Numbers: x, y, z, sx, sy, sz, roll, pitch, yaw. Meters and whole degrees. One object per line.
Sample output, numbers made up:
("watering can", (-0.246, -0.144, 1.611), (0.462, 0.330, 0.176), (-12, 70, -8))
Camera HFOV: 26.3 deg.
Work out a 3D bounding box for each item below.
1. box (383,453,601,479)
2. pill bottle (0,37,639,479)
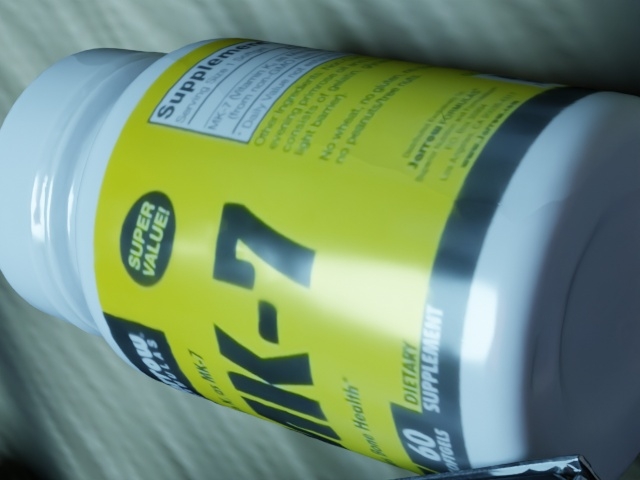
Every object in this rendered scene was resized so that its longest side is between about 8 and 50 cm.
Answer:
("box", (0.006, 0.187, 0.448), (0.307, 0.076, 0.242), (-16, 125, 41))
("pill bottle", (0.000, 0.000, 0.430), (0.208, 0.119, 0.119), (14, 114, 36))
